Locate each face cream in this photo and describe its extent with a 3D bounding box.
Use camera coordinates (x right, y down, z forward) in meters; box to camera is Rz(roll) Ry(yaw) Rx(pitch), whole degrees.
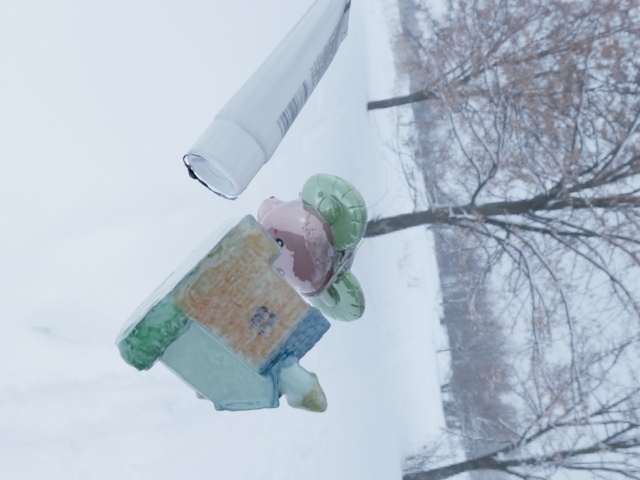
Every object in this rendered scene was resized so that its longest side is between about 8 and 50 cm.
[{"bbox_3d":[-0.031,-0.146,0.437,0.244,0.058,0.092,-57,171,-21],"label":"face cream"}]

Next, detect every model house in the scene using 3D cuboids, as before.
[{"bbox_3d":[-0.113,0.162,0.774,0.325,0.267,0.194,46,-12,-13],"label":"model house"}]

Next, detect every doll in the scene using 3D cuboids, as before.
[{"bbox_3d":[0.000,0.000,0.916,0.216,0.268,0.284,-21,121,-38],"label":"doll"}]
